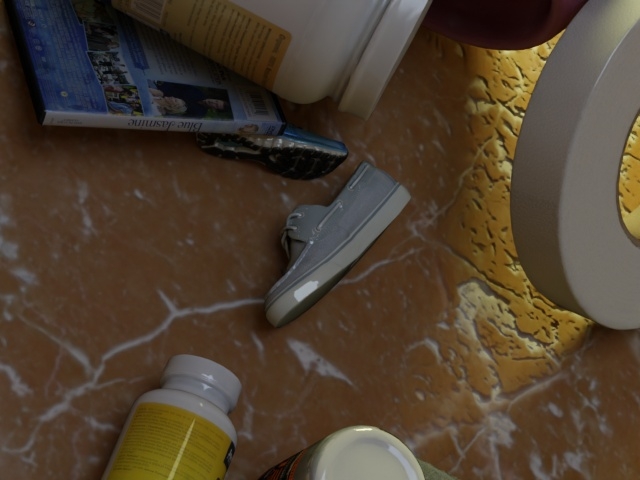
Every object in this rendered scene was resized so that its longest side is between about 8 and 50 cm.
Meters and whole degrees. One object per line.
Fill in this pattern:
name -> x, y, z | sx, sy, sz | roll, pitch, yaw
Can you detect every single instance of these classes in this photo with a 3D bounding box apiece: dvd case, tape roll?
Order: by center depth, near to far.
dvd case -> -0.172, -0.176, 1.715 | 0.253, 0.022, 0.180 | 1, 47, -27
tape roll -> 0.347, -0.097, 1.820 | 0.392, 0.072, 0.392 | -24, 125, -39

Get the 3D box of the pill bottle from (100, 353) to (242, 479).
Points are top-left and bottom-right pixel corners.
pill bottle -> -0.135, 0.199, 1.568 | 0.103, 0.103, 0.184 | 30, 60, -14

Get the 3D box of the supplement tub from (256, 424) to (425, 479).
supplement tub -> 0.004, 0.243, 1.570 | 0.117, 0.190, 0.117 | 11, 64, -24

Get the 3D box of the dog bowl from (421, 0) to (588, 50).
dog bowl -> 0.137, -0.356, 1.782 | 0.408, 0.408, 0.150 | 38, 71, -9

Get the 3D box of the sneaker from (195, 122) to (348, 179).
sneaker -> -0.044, -0.114, 1.769 | 0.162, 0.063, 0.073 | 17, 60, -21

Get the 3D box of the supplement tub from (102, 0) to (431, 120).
supplement tub -> -0.049, -0.272, 1.687 | 0.316, 0.228, 0.228 | 28, 59, 0

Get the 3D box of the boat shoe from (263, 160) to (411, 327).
boat shoe -> 0.001, -0.001, 1.744 | 0.081, 0.079, 0.227 | 42, 52, 4

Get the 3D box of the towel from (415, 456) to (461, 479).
towel -> 0.091, 0.263, 1.705 | 0.148, 0.027, 0.110 | 29, 60, -14
